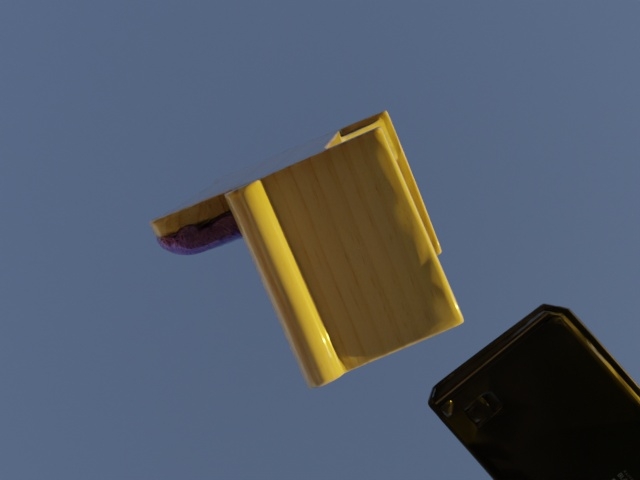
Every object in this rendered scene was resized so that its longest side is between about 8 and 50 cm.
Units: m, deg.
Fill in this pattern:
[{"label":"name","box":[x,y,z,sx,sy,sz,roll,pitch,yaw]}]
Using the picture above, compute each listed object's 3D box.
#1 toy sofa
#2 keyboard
[{"label":"toy sofa","box":[0.000,0.000,0.951,0.177,0.362,0.150,-23,-84,6]},{"label":"keyboard","box":[0.194,0.215,0.861,0.201,0.033,0.317,-40,-81,9]}]
